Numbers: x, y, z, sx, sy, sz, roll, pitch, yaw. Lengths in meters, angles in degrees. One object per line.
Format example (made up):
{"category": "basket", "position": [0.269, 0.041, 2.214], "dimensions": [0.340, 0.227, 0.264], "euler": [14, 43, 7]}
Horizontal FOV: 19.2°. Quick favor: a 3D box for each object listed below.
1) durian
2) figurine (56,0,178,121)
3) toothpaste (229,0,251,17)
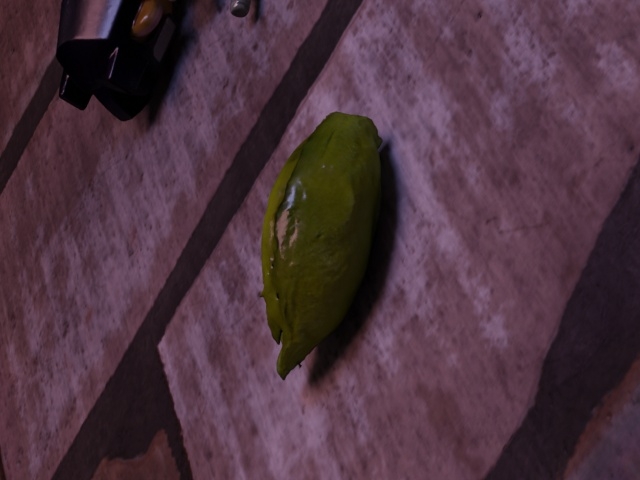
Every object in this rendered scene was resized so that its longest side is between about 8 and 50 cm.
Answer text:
{"category": "durian", "position": [0.000, 0.000, 1.739], "dimensions": [0.139, 0.101, 0.250], "euler": [78, -158, -72]}
{"category": "figurine", "position": [-0.240, -0.293, 2.320], "dimensions": [0.308, 0.143, 0.308], "euler": [-160, 90, -82]}
{"category": "toothpaste", "position": [-0.078, -0.346, 2.172], "dimensions": [0.062, 0.037, 0.216], "euler": [-35, 39, 50]}
